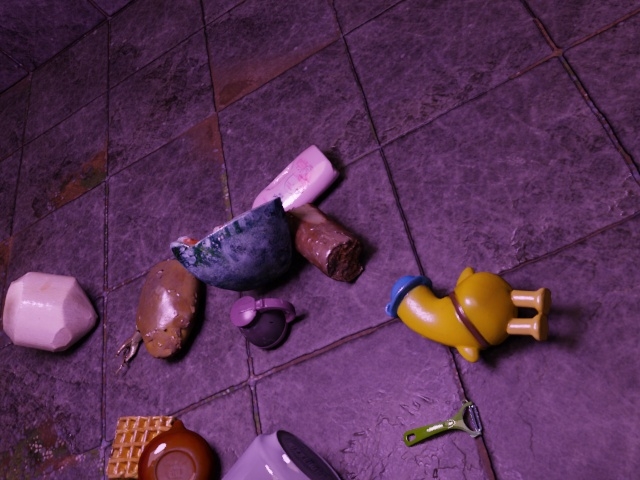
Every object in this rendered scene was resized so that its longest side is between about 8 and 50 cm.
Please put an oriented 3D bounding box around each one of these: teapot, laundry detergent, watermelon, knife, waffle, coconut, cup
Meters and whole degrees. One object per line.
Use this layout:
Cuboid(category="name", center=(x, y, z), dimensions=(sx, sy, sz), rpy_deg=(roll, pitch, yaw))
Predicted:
Cuboid(category="teapot", center=(-0.339, 0.559, 1.496), dimensions=(0.178, 0.135, 0.252), rpy_deg=(-1, 80, -5))
Cuboid(category="laundry detergent", center=(-0.105, -0.116, 1.752), dimensions=(0.335, 0.088, 0.159), rpy_deg=(-41, 45, 6))
Cuboid(category="watermelon", center=(-0.196, -0.022, 1.577), dimensions=(0.289, 0.320, 0.214), rpy_deg=(-55, 34, 29))
Cuboid(category="knife", center=(0.242, 0.380, 1.284), dimensions=(0.166, 0.022, 0.078), rpy_deg=(-23, 48, 19))
Cuboid(category="waffle", center=(-0.445, 0.533, 1.614), dimensions=(0.211, 0.055, 0.160), rpy_deg=(-10, 58, 27))
Cuboid(category="coconut", center=(-0.819, 0.217, 1.920), dimensions=(0.237, 0.266, 0.237), rpy_deg=(-165, 90, -70))
Cuboid(category="teapot", center=(-0.145, 0.198, 1.555), dimensions=(0.148, 0.146, 0.116), rpy_deg=(3, 66, 34))
Cuboid(category="cup", center=(-0.132, 0.564, 1.305), dimensions=(0.327, 0.237, 0.323), rpy_deg=(-50, 19, -1))

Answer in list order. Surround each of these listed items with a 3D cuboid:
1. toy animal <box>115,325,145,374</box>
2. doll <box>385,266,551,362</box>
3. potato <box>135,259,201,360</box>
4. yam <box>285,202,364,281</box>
Cuboid(category="toy animal", center=(-0.529, 0.286, 1.808), dimensions=(0.086, 0.069, 0.220), rpy_deg=(-4, 54, 55))
Cuboid(category="doll", center=(0.288, 0.151, 1.312), dimensions=(0.363, 0.145, 0.199), rpy_deg=(-2, 67, 39))
Cuboid(category="potato", center=(-0.426, 0.184, 1.751), dimensions=(0.191, 0.141, 0.296), rpy_deg=(-20, 57, 25))
Cuboid(category="yam", center=(0.000, 0.001, 1.588), dimensions=(0.129, 0.128, 0.238), rpy_deg=(-48, 49, -2))
